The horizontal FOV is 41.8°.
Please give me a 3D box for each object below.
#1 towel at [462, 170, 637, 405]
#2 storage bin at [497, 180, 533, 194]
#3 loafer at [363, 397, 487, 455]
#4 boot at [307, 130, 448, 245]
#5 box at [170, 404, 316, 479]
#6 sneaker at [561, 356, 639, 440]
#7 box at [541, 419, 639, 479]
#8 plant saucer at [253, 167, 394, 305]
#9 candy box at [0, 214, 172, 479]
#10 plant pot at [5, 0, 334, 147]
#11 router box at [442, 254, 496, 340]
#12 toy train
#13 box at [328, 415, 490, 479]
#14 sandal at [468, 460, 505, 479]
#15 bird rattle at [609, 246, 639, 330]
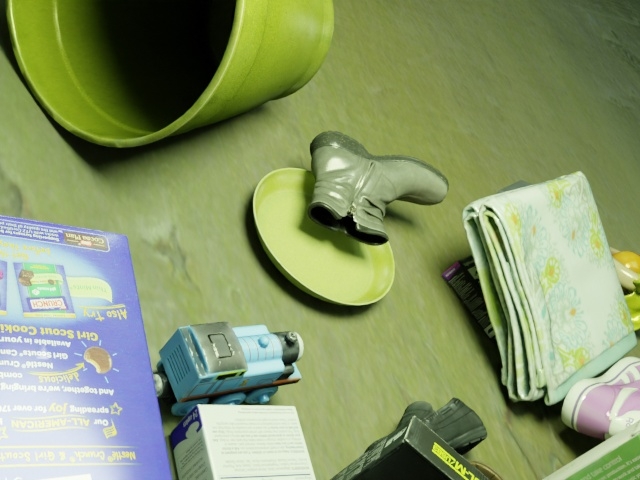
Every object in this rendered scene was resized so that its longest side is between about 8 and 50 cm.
[{"bbox_3d":[0.379,0.064,1.346,0.374,0.090,0.321,-15,91,-49],"label":"towel"},{"bbox_3d":[0.384,-0.058,1.574,0.091,0.098,0.135,29,30,29],"label":"storage bin"},{"bbox_3d":[0.125,0.244,1.056,0.223,0.076,0.078,-1,50,-48],"label":"loafer"},{"bbox_3d":[0.086,-0.055,1.254,0.246,0.083,0.161,16,51,-23],"label":"boot"},{"bbox_3d":[-0.076,0.246,0.868,0.126,0.072,0.137,10,48,-37],"label":"box"},{"bbox_3d":[0.504,0.264,1.290,0.161,0.102,0.282,16,17,39],"label":"sneaker"},{"bbox_3d":[0.423,0.403,1.038,0.322,0.232,0.058,50,33,8],"label":"box"},{"bbox_3d":[0.000,0.000,1.203,0.241,0.037,0.241,24,41,-23],"label":"plant saucer"},{"bbox_3d":[-0.292,0.133,0.742,0.268,0.122,0.317,11,47,-37],"label":"candy box"},{"bbox_3d":[-0.161,-0.316,1.142,0.366,0.366,0.353,53,27,12],"label":"plant pot"},{"bbox_3d":[0.298,0.078,1.389,0.179,0.046,0.133,-17,67,-48],"label":"router box"},{"bbox_3d":[-0.097,0.138,0.925,0.184,0.105,0.080,0,55,-42],"label":"toy train"},{"bbox_3d":[0.105,0.297,0.886,0.184,0.191,0.045,40,36,-6],"label":"box"},{"bbox_3d":[0.247,0.362,1.043,0.219,0.090,0.060,43,21,2],"label":"sandal"},{"bbox_3d":[0.632,0.071,1.643,0.207,0.143,0.253,41,31,24],"label":"bird rattle"}]
